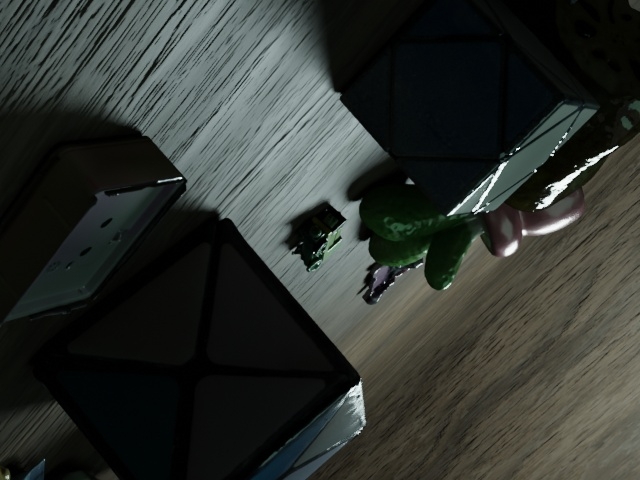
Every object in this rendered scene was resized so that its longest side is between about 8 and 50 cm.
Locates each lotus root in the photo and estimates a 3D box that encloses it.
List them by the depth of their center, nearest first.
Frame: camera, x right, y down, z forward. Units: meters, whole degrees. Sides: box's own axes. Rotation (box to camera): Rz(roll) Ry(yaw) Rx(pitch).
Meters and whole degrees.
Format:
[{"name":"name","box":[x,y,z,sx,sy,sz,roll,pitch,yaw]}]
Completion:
[{"name":"lotus root","box":[0.332,-0.187,1.758,0.250,0.250,0.346,-31,163,-32]}]

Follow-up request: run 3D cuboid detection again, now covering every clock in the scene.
[{"name":"clock","box":[-0.237,-0.010,1.202,0.192,0.071,0.147,-48,164,28]}]

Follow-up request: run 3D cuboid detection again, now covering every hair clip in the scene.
[{"name":"hair clip","box":[0.153,0.051,2.438,0.146,0.056,0.187,-36,174,-19]}]

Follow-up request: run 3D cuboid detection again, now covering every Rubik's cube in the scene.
[{"name":"Rubik's cube","box":[0.188,-0.170,1.528,0.205,0.205,0.207,-46,164,21]},{"name":"Rubik's cube","box":[-0.142,0.204,1.614,0.310,0.305,0.307,-38,165,-9]}]

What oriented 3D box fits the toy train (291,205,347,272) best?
[{"name":"toy train","box":[0.000,0.000,1.880,0.081,0.050,0.122,-39,166,-22]}]

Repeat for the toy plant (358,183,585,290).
[{"name":"toy plant","box":[0.244,-0.055,2.037,0.356,0.210,0.317,-27,167,1]}]

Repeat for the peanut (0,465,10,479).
[{"name":"peanut","box":[-0.489,0.344,1.586,0.103,0.098,0.229,4,-158,44]}]

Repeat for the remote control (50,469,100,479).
[{"name":"remote control","box":[-0.425,0.455,2.137,0.128,0.065,0.335,-36,165,-9]}]

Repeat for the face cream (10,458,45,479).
[{"name":"face cream","box":[-0.552,0.455,1.791,0.385,0.086,0.135,-39,170,-25]}]

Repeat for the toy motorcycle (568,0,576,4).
[{"name":"toy motorcycle","box":[0.309,-0.360,1.547,0.205,0.076,0.114,-25,152,-48]}]
